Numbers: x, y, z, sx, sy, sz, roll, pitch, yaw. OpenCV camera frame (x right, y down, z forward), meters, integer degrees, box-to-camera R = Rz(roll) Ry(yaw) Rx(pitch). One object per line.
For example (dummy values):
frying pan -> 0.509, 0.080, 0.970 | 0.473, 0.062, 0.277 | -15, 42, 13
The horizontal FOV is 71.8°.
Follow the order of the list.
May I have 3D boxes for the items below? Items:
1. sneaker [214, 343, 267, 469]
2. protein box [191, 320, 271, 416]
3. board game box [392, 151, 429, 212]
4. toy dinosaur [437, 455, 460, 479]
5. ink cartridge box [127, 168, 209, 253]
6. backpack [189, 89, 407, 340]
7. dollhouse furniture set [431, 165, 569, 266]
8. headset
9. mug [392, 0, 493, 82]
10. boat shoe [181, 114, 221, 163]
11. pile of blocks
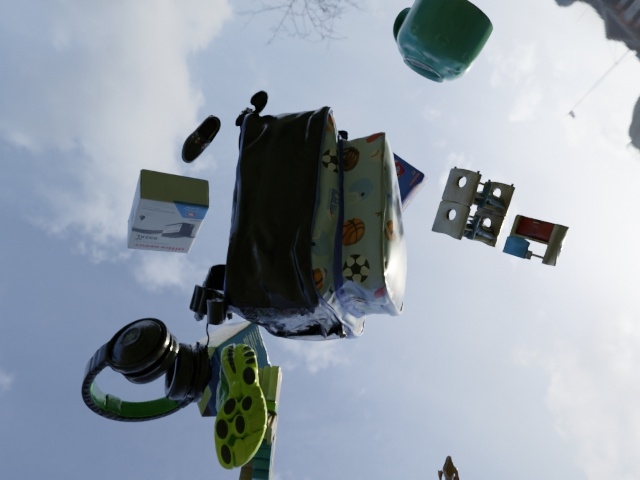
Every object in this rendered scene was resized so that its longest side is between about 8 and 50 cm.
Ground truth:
sneaker -> -0.179, 0.368, 0.983 | 0.109, 0.123, 0.295 | 4, -146, -11
protein box -> -0.261, 0.364, 1.279 | 0.201, 0.136, 0.200 | -28, -77, -62
board game box -> 0.164, -0.143, 1.507 | 0.233, 0.347, 0.078 | 43, -167, 24
toy dinosaur -> 0.257, 0.493, 0.811 | 0.064, 0.112, 0.211 | -29, -87, -3
ink cartridge box -> -0.539, -0.089, 1.549 | 0.223, 0.307, 0.129 | 6, -125, -28
backpack -> 0.000, 0.000, 0.541 | 0.213, 0.263, 0.276 | 5, -112, 10
dollhouse furniture set -> 0.329, -0.047, 0.800 | 0.129, 0.129, 0.183 | 9, -170, -38
headset -> -0.337, 0.245, 0.980 | 0.243, 0.394, 0.185 | 43, -165, -38
mug -> 0.183, -0.313, 0.702 | 0.129, 0.097, 0.158 | 26, -168, -14
boat shoe -> -0.285, -0.242, 1.051 | 0.049, 0.042, 0.133 | 37, -96, -28
pile of blocks -> -0.171, 0.492, 1.110 | 0.112, 0.149, 0.362 | 4, -95, 1
